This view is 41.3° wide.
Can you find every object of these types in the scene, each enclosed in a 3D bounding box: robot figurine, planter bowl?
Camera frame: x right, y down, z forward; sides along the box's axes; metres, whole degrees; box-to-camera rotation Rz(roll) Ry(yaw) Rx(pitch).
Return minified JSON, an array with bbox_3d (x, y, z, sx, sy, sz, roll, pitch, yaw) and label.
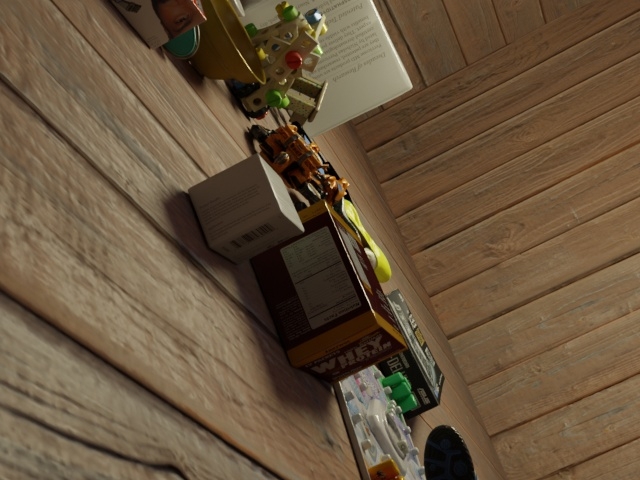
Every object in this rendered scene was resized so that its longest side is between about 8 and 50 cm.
[{"bbox_3d":[-0.034,-0.147,1.655,0.211,0.085,0.291,50,7,10],"label":"robot figurine"},{"bbox_3d":[-0.183,-0.340,1.425,0.217,0.090,0.217,61,9,-17],"label":"planter bowl"}]

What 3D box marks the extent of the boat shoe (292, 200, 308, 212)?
[{"bbox_3d":[0.000,0.000,1.561,0.075,0.065,0.206,48,16,-49],"label":"boat shoe"}]

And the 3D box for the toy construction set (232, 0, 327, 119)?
[{"bbox_3d":[-0.076,-0.358,1.670,0.151,0.215,0.328,59,10,-22],"label":"toy construction set"}]

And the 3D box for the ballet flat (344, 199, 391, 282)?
[{"bbox_3d":[0.086,0.010,2.028,0.231,0.077,0.077,60,31,-1],"label":"ballet flat"}]

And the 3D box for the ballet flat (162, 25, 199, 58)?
[{"bbox_3d":[-0.241,-0.371,1.259,0.213,0.072,0.068,60,6,-15],"label":"ballet flat"}]

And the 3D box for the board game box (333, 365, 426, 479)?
[{"bbox_3d":[0.123,0.320,1.402,0.390,0.050,0.390,52,15,-48],"label":"board game box"}]

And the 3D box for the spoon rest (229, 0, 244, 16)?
[{"bbox_3d":[-0.240,-0.629,1.933,0.276,0.084,0.137,54,14,-42],"label":"spoon rest"}]

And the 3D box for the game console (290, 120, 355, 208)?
[{"bbox_3d":[0.015,-0.149,2.121,0.361,0.043,0.213,51,15,-49],"label":"game console"}]

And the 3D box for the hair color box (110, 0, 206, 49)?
[{"bbox_3d":[-0.236,-0.344,1.141,0.167,0.093,0.053,48,18,-56],"label":"hair color box"}]

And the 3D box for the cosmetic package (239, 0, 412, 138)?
[{"bbox_3d":[-0.004,-0.554,2.264,0.394,0.327,0.329,58,10,-33],"label":"cosmetic package"}]

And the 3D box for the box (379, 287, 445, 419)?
[{"bbox_3d":[0.179,0.236,1.853,0.243,0.076,0.307,64,10,4],"label":"box"}]

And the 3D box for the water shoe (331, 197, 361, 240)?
[{"bbox_3d":[0.026,-0.043,1.877,0.080,0.072,0.203,99,-27,-57],"label":"water shoe"}]

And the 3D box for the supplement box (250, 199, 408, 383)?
[{"bbox_3d":[0.012,0.080,1.211,0.194,0.129,0.191,67,10,23],"label":"supplement box"}]

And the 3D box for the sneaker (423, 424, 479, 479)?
[{"bbox_3d":[0.215,0.396,1.336,0.081,0.080,0.211,52,23,-75],"label":"sneaker"}]

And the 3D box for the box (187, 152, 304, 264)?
[{"bbox_3d":[-0.091,-0.037,1.057,0.087,0.101,0.102,66,8,19],"label":"box"}]

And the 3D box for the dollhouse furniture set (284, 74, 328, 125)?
[{"bbox_3d":[-0.103,-0.337,2.016,0.181,0.161,0.101,23,63,-12],"label":"dollhouse furniture set"}]
